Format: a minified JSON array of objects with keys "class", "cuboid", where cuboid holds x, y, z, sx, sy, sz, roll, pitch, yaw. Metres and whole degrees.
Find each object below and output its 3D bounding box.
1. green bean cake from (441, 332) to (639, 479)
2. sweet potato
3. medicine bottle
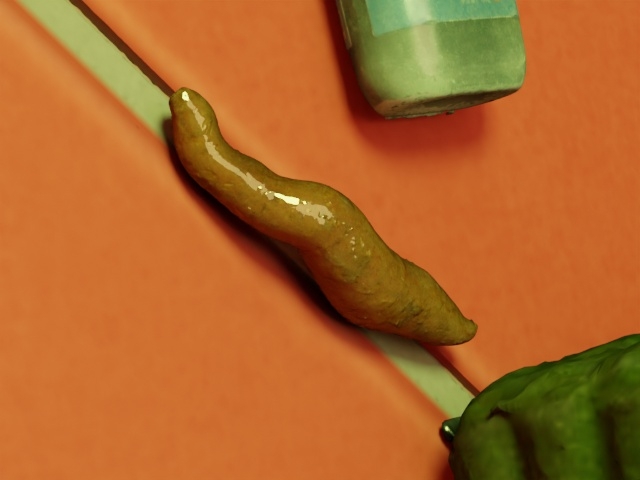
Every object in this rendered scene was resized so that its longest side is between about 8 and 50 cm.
[{"class":"green bean cake","cuboid":[0.214,0.103,0.831,0.250,0.247,0.156,-6,82,-44]},{"class":"sweet potato","cuboid":[0.003,-0.001,0.807,0.179,0.044,0.044,37,56,-30]},{"class":"medicine bottle","cuboid":[0.034,-0.160,0.870,0.090,0.054,0.208,-10,85,-42]}]
